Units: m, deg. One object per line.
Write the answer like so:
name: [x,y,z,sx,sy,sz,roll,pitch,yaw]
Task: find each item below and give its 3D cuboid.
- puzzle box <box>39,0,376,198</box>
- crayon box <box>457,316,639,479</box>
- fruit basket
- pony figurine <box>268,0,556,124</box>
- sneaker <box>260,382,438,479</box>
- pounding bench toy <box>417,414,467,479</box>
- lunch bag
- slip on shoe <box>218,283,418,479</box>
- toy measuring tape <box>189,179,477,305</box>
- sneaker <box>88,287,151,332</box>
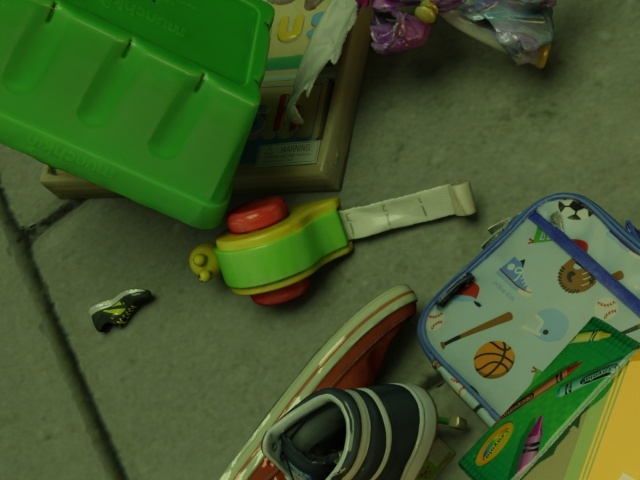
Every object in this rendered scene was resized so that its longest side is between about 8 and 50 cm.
puzzle box: [-0.141,-0.186,1.601,0.409,0.052,0.272,-1,64,26]
crayon box: [0.266,0.215,1.053,0.165,0.278,0.081,-47,22,-2]
fruit basket: [-0.264,-0.164,1.430,0.392,0.392,0.283,-13,44,20]
pony figurine: [0.089,-0.311,1.403,0.364,0.303,0.351,16,62,3]
sneaker: [0.002,0.260,1.196,0.099,0.153,0.282,24,97,38]
pounding bench toy: [0.097,0.193,1.283,0.083,0.052,0.065,-50,54,-4]
lunch bag: [0.251,0.099,1.220,0.243,0.115,0.303,-42,55,-1]
slip on shoe: [0.001,0.185,1.314,0.101,0.123,0.331,36,78,3]
toy measuring tape: [0.000,0.000,1.389,0.330,0.121,0.121,-12,60,21]
sneaker: [-0.233,0.083,1.524,0.083,0.031,0.035,-24,70,19]
